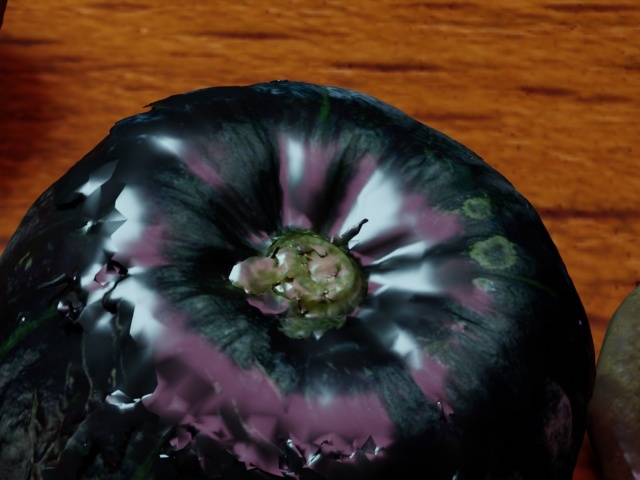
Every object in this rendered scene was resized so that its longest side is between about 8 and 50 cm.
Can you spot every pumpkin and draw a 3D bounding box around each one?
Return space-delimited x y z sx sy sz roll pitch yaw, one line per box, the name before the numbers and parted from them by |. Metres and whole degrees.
pumpkin | -0.014 0.053 0.722 0.233 0.163 0.233 4 54 -5

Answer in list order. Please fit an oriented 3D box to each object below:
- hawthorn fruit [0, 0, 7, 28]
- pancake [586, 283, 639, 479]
hawthorn fruit | -0.212 -0.128 0.911 0.157 0.157 0.194 15 40 13
pancake | 0.245 0.082 0.791 0.288 0.033 0.286 -29 52 -27
